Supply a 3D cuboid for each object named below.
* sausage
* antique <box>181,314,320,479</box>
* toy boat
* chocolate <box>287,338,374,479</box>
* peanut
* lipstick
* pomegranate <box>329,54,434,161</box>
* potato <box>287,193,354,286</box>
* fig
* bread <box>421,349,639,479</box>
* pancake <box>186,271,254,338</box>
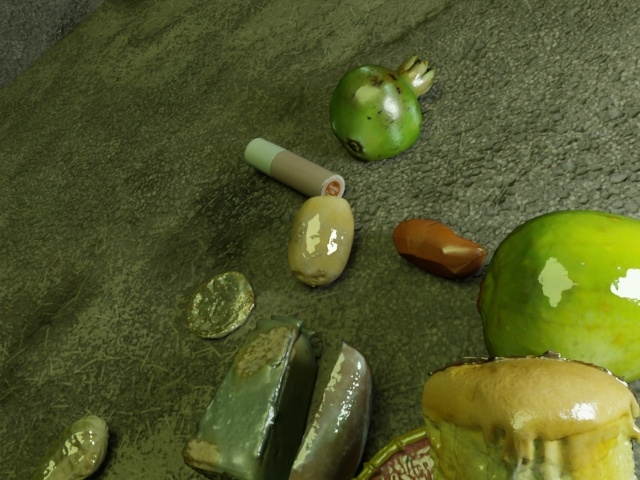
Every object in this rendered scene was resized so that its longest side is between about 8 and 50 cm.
[{"bbox_3d":[0.202,0.016,1.203,0.179,0.089,0.089,24,70,44],"label":"sausage"},{"bbox_3d":[-0.094,0.263,1.149,0.150,0.125,0.284,6,60,30],"label":"antique"},{"bbox_3d":[0.180,0.318,0.984,0.317,0.099,0.141,-26,45,13],"label":"toy boat"},{"bbox_3d":[0.030,0.296,1.054,0.083,0.161,0.262,17,69,15],"label":"chocolate"},{"bbox_3d":[-0.457,0.410,1.266,0.093,0.083,0.194,33,78,4],"label":"peanut"},{"bbox_3d":[-0.059,-0.149,1.473,0.254,0.070,0.070,30,74,40],"label":"lipstick"},{"bbox_3d":[0.130,-0.284,1.416,0.240,0.159,0.190,-20,50,8],"label":"pomegranate"},{"bbox_3d":[0.000,0.000,1.308,0.109,0.118,0.178,-18,55,63],"label":"potato"},{"bbox_3d":[0.383,0.082,0.960,0.326,0.258,0.258,-5,52,3],"label":"fig"},{"bbox_3d":[0.250,0.242,0.834,0.261,0.162,0.205,-6,97,17],"label":"bread"},{"bbox_3d":[-0.197,0.128,1.372,0.151,0.025,0.152,-15,50,18],"label":"pancake"}]
